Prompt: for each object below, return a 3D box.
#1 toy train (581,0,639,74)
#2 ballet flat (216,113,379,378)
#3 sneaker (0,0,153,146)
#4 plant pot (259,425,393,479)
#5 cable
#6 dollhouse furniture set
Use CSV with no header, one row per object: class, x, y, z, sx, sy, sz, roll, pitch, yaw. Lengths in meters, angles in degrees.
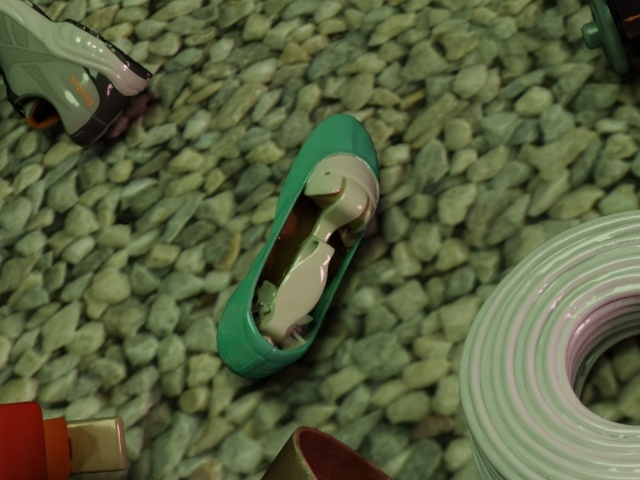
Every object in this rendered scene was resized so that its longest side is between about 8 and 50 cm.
toy train,0.256,-0.286,1.143,0.142,0.190,0.334,-17,49,12
ballet flat,0.000,0.000,1.105,0.087,0.083,0.247,-16,44,59
sneaker,-0.286,-0.174,1.376,0.271,0.100,0.108,29,85,42
plant pot,-0.012,0.271,0.842,0.230,0.215,0.215,-48,48,4
cable,0.219,0.096,0.928,0.257,0.089,0.257,-33,48,-2
dollhouse furniture set,-0.200,0.238,0.926,0.135,0.262,0.259,-7,85,18
